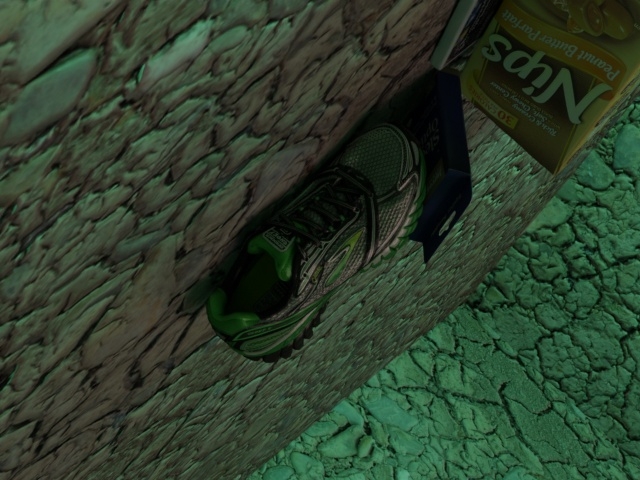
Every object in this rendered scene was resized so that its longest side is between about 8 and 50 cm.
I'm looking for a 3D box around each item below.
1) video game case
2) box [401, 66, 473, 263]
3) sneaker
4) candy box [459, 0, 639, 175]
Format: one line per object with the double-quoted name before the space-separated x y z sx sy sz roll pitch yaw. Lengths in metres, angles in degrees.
"video game case" 0.217 -0.308 1.508 0.173 0.022 0.190 -41 168 -30
"box" 0.140 -0.097 1.575 0.136 0.036 0.225 122 -25 -44
"sneaker" 0.000 0.000 1.494 0.343 0.134 0.146 -52 157 0
"candy box" 0.306 -0.244 1.524 0.087 0.183 0.316 -38 166 -34
